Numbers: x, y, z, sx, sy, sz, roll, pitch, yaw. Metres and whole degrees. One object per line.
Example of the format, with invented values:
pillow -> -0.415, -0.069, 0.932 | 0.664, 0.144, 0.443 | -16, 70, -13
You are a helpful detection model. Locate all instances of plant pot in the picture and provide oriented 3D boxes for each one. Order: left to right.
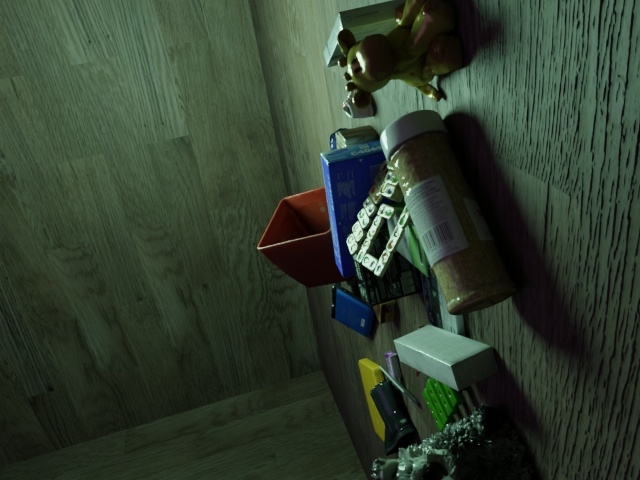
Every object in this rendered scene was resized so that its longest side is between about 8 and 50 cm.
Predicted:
plant pot -> 0.000, 0.000, 1.786 | 0.235, 0.267, 0.267 | 58, -146, -31

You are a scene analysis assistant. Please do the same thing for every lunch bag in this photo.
lunch bag -> 0.076, -0.280, 1.563 | 0.098, 0.065, 0.067 | -46, -46, -47

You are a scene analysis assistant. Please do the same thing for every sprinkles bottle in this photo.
sprinkles bottle -> 0.216, -0.052, 0.964 | 0.121, 0.121, 0.355 | 99, 154, -69

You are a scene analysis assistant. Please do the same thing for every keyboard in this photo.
keyboard -> 0.254, 0.475, 1.809 | 0.072, 0.014, 0.256 | 41, 176, -11

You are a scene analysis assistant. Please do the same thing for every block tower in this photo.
block tower -> 0.111, -0.156, 1.538 | 0.091, 0.097, 0.335 | -117, 17, -52

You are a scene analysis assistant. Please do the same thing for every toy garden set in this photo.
toy garden set -> 0.293, 0.340, 1.371 | 0.244, 0.049, 0.203 | 88, 163, -56

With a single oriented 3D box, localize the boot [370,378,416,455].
boot -> 0.245, 0.621, 1.938 | 0.246, 0.094, 0.207 | 98, 153, -51

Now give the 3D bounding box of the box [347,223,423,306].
box -> 0.162, 0.056, 1.381 | 0.077, 0.148, 0.180 | -151, 46, -77

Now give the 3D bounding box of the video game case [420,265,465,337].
video game case -> 0.274, 0.138, 1.238 | 0.173, 0.022, 0.190 | -128, 24, -66

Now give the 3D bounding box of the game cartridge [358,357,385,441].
game cartridge -> 0.236, 0.646, 2.212 | 0.285, 0.053, 0.323 | 154, 103, -81

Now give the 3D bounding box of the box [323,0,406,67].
box -> 0.091, -0.406, 1.085 | 0.186, 0.145, 0.038 | 165, 90, -82

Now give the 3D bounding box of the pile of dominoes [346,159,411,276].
pile of dominoes -> 0.130, -0.065, 1.235 | 0.251, 0.040, 0.196 | -65, 29, 4

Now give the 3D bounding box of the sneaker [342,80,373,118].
sneaker -> 0.084, -0.373, 1.414 | 0.051, 0.070, 0.134 | 103, 152, -75

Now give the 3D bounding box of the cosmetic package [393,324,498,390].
cosmetic package -> 0.255, 0.241, 1.157 | 0.239, 0.099, 0.060 | -174, 66, -71

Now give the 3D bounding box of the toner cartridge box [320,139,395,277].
toner cartridge box -> 0.108, -0.077, 1.445 | 0.075, 0.165, 0.347 | -118, 17, -56

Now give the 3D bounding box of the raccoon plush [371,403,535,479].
raccoon plush -> 0.240, 0.506, 1.149 | 0.446, 0.299, 0.216 | 93, 160, -63

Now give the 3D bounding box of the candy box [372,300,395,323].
candy box -> 0.179, 0.156, 1.743 | 0.109, 0.053, 0.186 | 85, 168, -49

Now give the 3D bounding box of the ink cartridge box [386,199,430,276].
ink cartridge box -> 0.215, -0.010, 1.225 | 0.209, 0.062, 0.108 | -128, 25, -67

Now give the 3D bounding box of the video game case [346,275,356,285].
video game case -> 0.085, -0.019, 2.082 | 0.329, 0.036, 0.299 | 94, 159, -66

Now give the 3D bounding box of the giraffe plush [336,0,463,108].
giraffe plush -> 0.121, -0.322, 0.950 | 0.210, 0.171, 0.181 | 97, 156, -67

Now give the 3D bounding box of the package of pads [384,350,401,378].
package of pads -> 0.242, 0.414, 1.832 | 0.050, 0.032, 0.083 | -168, 63, -77

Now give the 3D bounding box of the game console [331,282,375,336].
game console -> 0.123, 0.195, 2.068 | 0.250, 0.173, 0.293 | 29, 156, 15
